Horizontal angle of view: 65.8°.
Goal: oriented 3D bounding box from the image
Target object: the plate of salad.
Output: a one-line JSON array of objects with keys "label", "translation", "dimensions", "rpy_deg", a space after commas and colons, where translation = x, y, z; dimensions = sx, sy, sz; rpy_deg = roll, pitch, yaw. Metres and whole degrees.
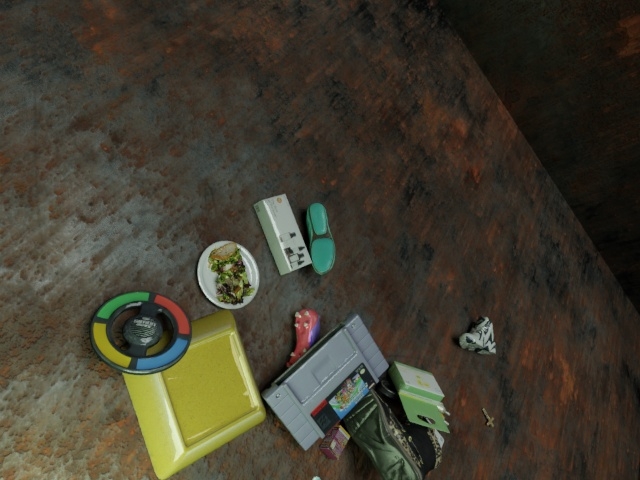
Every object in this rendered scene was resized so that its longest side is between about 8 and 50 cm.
[{"label": "plate of salad", "translation": [-0.254, 0.095, 1.410], "dimensions": [0.200, 0.048, 0.199], "rpy_deg": [16, 65, -37]}]

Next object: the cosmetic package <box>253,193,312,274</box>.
[{"label": "cosmetic package", "translation": [-0.117, -0.021, 1.561], "dimensions": [0.099, 0.060, 0.239], "rpy_deg": [-22, 90, -44]}]

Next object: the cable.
[{"label": "cable", "translation": [0.325, 0.538, 1.726], "dimensions": [0.287, 0.072, 0.139], "rpy_deg": [36, 18, -15]}]

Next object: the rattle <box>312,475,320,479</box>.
[{"label": "rattle", "translation": [0.026, 0.788, 1.422], "dimensions": [0.200, 0.142, 0.130], "rpy_deg": [27, 25, -14]}]

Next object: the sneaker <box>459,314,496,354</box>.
[{"label": "sneaker", "translation": [0.654, 0.379, 2.067], "dimensions": [0.235, 0.094, 0.153], "rpy_deg": [23, 60, -34]}]

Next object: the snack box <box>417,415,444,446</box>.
[{"label": "snack box", "translation": [0.379, 0.680, 1.770], "dimensions": [0.178, 0.022, 0.064], "rpy_deg": [53, 48, -14]}]

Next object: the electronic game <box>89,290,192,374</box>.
[{"label": "electronic game", "translation": [-0.419, 0.213, 1.168], "dimensions": [0.229, 0.048, 0.229], "rpy_deg": [16, 41, -14]}]

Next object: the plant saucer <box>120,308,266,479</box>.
[{"label": "plant saucer", "translation": [-0.296, 0.370, 1.256], "dimensions": [0.333, 0.081, 0.332], "rpy_deg": [-17, 86, -43]}]

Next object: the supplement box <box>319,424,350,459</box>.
[{"label": "supplement box", "translation": [0.044, 0.607, 1.491], "dimensions": [0.055, 0.043, 0.083], "rpy_deg": [53, 48, -15]}]

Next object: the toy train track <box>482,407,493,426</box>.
[{"label": "toy train track", "translation": [0.682, 0.724, 2.025], "dimensions": [0.048, 0.014, 0.083], "rpy_deg": [-28, 88, -36]}]

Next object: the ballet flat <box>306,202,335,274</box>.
[{"label": "ballet flat", "translation": [0.000, 0.000, 1.635], "dimensions": [0.083, 0.087, 0.247], "rpy_deg": [-6, 71, -5]}]

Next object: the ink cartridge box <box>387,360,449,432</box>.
[{"label": "ink cartridge box", "translation": [0.337, 0.519, 1.658], "dimensions": [0.171, 0.056, 0.235], "rpy_deg": [23, 18, -20]}]

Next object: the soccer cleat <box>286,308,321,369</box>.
[{"label": "soccer cleat", "translation": [-0.041, 0.329, 1.496], "dimensions": [0.095, 0.083, 0.247], "rpy_deg": [30, 57, -47]}]

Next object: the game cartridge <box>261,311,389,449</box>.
[{"label": "game cartridge", "translation": [0.028, 0.406, 1.433], "dimensions": [0.355, 0.068, 0.230], "rpy_deg": [-40, 110, -20]}]

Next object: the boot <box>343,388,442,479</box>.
[{"label": "boot", "translation": [0.232, 0.598, 1.582], "dimensions": [0.377, 0.138, 0.284], "rpy_deg": [52, 19, 28]}]
